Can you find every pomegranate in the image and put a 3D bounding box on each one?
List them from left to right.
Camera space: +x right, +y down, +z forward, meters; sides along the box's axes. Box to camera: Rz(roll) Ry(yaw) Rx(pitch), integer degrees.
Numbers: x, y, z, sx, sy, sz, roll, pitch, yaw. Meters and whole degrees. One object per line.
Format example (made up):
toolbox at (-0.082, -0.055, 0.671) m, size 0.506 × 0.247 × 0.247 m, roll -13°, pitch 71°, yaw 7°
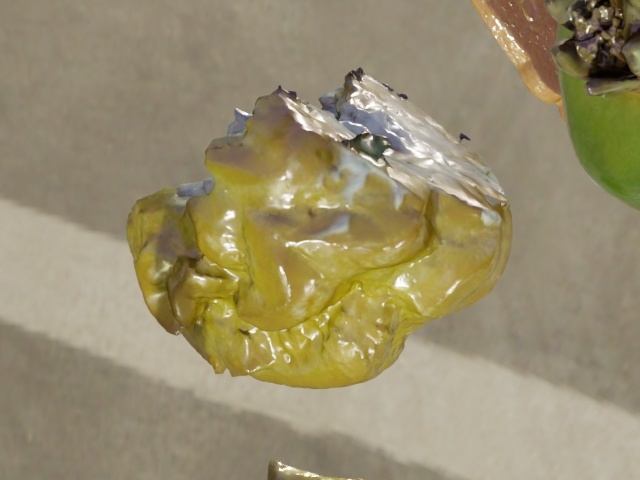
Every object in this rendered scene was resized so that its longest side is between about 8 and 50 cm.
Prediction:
pomegranate at (0.203, -0.100, 1.077) m, size 0.225 × 0.187 × 0.187 m, roll 4°, pitch 46°, yaw -52°

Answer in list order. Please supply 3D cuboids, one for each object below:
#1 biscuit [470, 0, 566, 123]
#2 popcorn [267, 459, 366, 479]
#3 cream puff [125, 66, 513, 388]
biscuit at (0.206, -0.172, 1.704) m, size 0.250 × 0.035 × 0.162 m, roll 36°, pitch 43°, yaw -26°
popcorn at (-0.016, 0.288, 1.534) m, size 0.225 × 0.249 × 0.249 m, roll 37°, pitch 53°, yaw -15°
cream puff at (-0.001, 0.001, 0.818) m, size 0.156 × 0.156 × 0.121 m, roll -37°, pitch 88°, yaw -30°
